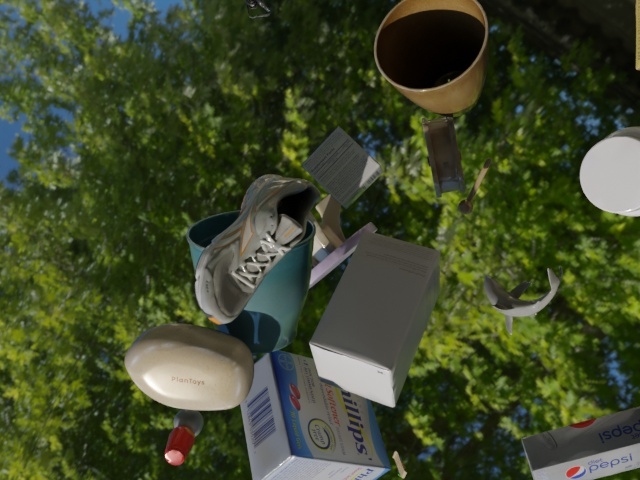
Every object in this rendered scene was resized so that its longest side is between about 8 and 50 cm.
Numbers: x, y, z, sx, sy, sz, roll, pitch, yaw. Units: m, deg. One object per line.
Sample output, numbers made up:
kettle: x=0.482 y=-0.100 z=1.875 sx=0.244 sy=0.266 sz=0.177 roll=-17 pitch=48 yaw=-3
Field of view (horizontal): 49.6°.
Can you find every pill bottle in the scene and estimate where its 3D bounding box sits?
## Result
pill bottle: x=0.768 y=-0.167 z=1.654 sx=0.362 sy=0.210 sz=0.210 roll=-11 pitch=-121 yaw=-48

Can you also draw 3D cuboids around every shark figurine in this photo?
shark figurine: x=0.505 y=0.156 z=1.784 sx=0.116 sy=0.278 sz=0.166 roll=5 pitch=-101 yaw=-29

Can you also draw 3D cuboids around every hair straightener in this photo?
hair straightener: x=-0.175 y=-0.631 z=1.723 sx=0.047 sy=0.089 sz=0.231 roll=-13 pitch=-116 yaw=-27

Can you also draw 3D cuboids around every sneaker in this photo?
sneaker: x=-0.090 y=0.005 z=1.033 sx=0.099 sy=0.121 sz=0.263 roll=40 pitch=-116 yaw=-34

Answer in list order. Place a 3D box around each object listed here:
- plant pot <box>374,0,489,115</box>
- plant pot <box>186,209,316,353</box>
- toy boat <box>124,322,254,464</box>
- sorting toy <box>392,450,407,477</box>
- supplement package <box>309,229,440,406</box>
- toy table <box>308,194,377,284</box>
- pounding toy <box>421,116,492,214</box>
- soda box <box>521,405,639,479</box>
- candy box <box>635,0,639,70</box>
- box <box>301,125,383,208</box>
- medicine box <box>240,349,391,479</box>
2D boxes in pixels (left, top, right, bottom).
plant pot: x=0.270 y=-0.379 z=1.520 sx=0.237 sy=0.237 sz=0.254 roll=61 pitch=-167 yaw=25
plant pot: x=-0.142 y=0.094 z=1.504 sx=0.271 sy=0.255 sz=0.272 roll=-1 pitch=-159 yaw=1
toy boat: x=-0.279 y=0.309 z=1.461 sx=0.267 sy=0.319 sz=0.148 roll=11 pitch=-157 yaw=1
sorting toy: x=0.209 y=0.594 z=1.826 sx=0.012 sy=0.083 sz=0.062 roll=-18 pitch=-122 yaw=-13
supplement package: x=0.121 y=0.159 z=1.442 sx=0.175 sy=0.178 sz=0.293 roll=16 pitch=-122 yaw=19
toy table: x=0.000 y=0.000 z=1.896 sx=0.274 sy=0.252 sz=0.161 roll=-40 pitch=-96 yaw=-21
pounding toy: x=0.356 y=-0.199 z=1.780 sx=0.154 sy=0.154 sz=0.270 roll=-1 pitch=-100 yaw=-79
soda box: x=0.615 y=0.475 z=1.579 sx=0.098 sy=0.286 sz=0.091 roll=-93 pitch=-19 yaw=-55
candy box: x=0.388 y=-0.262 z=0.738 sx=0.109 sy=0.053 sz=0.187 roll=9 pitch=-99 yaw=-33
box: x=0.050 y=-0.165 z=1.584 sx=0.137 sy=0.126 sz=0.072 roll=46 pitch=-175 yaw=13
medicine box: x=-0.019 y=0.414 z=1.563 sx=0.289 sy=0.149 sz=0.264 roll=20 pitch=-142 yaw=-36
